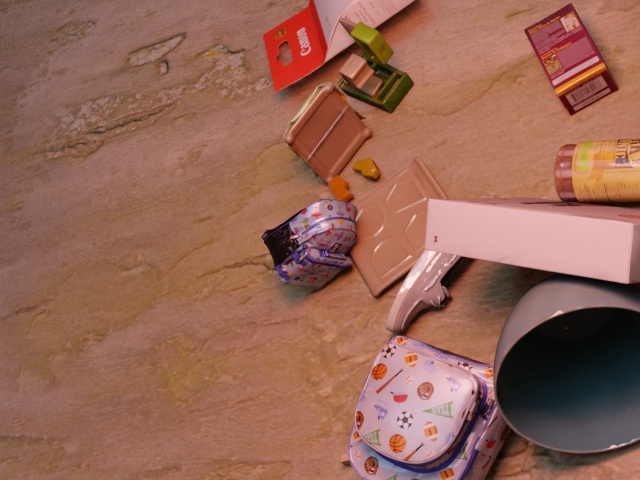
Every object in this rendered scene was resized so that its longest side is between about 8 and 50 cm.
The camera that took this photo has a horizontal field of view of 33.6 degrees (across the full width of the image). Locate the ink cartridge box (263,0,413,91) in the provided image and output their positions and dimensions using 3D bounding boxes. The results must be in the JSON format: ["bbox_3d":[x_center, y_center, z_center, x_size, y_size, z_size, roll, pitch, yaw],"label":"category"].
[{"bbox_3d":[0.018,-0.534,2.400,0.385,0.091,0.308,-31,34,13],"label":"ink cartridge box"}]

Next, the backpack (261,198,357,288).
[{"bbox_3d":[0.000,0.000,2.067,0.173,0.158,0.117,-38,58,27],"label":"backpack"}]

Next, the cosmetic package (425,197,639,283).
[{"bbox_3d":[0.401,-0.008,1.694,0.377,0.284,0.097,10,101,45],"label":"cosmetic package"}]

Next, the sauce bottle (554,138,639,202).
[{"bbox_3d":[0.575,-0.121,1.794,0.344,0.111,0.111,-1,62,30],"label":"sauce bottle"}]

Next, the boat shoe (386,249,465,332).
[{"bbox_3d":[0.204,0.081,1.945,0.081,0.079,0.227,32,90,18],"label":"boat shoe"}]

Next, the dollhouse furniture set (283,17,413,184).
[{"bbox_3d":[0.021,-0.294,2.223,0.151,0.197,0.301,34,84,41],"label":"dollhouse furniture set"}]

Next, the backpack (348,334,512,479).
[{"bbox_3d":[0.176,0.308,1.750,0.276,0.213,0.263,17,84,37],"label":"backpack"}]

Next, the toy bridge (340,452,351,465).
[{"bbox_3d":[0.071,0.451,1.845,0.063,0.026,0.188,-18,54,22],"label":"toy bridge"}]

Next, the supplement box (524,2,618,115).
[{"bbox_3d":[0.475,-0.346,2.020,0.104,0.081,0.188,-29,50,18],"label":"supplement box"}]

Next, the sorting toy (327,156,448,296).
[{"bbox_3d":[0.136,-0.057,2.110,0.229,0.041,0.307,-40,47,13],"label":"sorting toy"}]

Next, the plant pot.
[{"bbox_3d":[0.405,0.157,1.650,0.290,0.290,0.195,-27,30,19],"label":"plant pot"}]
